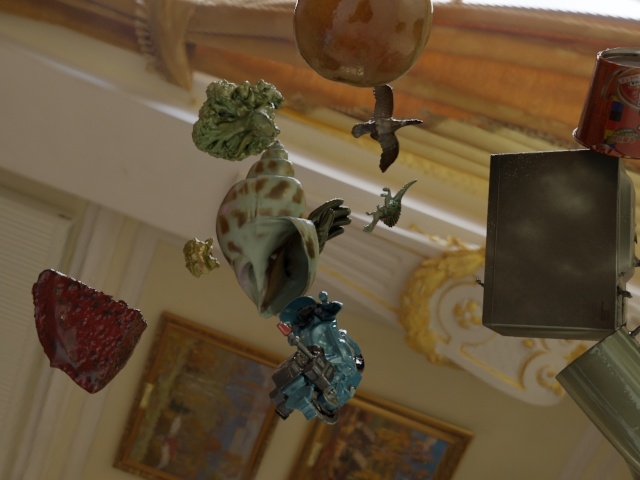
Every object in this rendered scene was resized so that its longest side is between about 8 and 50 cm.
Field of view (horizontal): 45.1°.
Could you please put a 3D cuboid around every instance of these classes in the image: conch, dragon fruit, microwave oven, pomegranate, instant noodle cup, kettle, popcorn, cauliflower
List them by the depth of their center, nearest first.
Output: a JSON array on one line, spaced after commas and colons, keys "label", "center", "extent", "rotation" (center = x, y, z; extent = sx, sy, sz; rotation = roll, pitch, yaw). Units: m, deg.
[{"label": "kettle", "center": [0.599, 0.287, 1.416], "extent": [0.240, 0.255, 0.165], "rotation": [-43, 155, 16]}, {"label": "pomegranate", "center": [0.082, -0.469, 1.653], "extent": [0.319, 0.319, 0.319], "rotation": [-159, -90, -87]}, {"label": "conch", "center": [-0.106, -0.027, 1.691], "extent": [0.197, 0.249, 0.367], "rotation": [-23, 114, -56]}, {"label": "instant noodle cup", "center": [0.696, -0.309, 1.702], "extent": [0.250, 0.250, 0.192], "rotation": [-74, 165, -62]}, {"label": "microwave oven", "center": [0.592, 0.017, 1.896], "extent": [0.236, 0.375, 0.431], "rotation": [26, 67, -60]}, {"label": "dragon fruit", "center": [-0.599, 0.189, 2.030], "extent": [0.240, 0.330, 0.302], "rotation": [-43, -178, 15]}, {"label": "popcorn", "center": [-0.320, 0.044, 2.053], "extent": [0.109, 0.089, 0.097], "rotation": [-83, 159, -44]}, {"label": "cauliflower", "center": [-0.241, -0.386, 2.364], "extent": [0.327, 0.260, 0.281], "rotation": [-43, -176, -26]}]

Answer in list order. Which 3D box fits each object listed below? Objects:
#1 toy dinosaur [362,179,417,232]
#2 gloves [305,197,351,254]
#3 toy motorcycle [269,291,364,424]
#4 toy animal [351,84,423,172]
[{"label": "toy dinosaur", "center": [0.183, -0.084, 1.997], "extent": [0.187, 0.044, 0.106], "rotation": [-23, 117, -37]}, {"label": "gloves", "center": [-0.014, -0.004, 2.112], "extent": [0.268, 0.107, 0.135], "rotation": [-54, -179, -14]}, {"label": "toy motorcycle", "center": [-0.008, 0.188, 1.265], "extent": [0.124, 0.182, 0.272], "rotation": [-40, -177, 22]}, {"label": "toy animal", "center": [0.204, -0.332, 2.316], "extent": [0.160, 0.197, 0.272], "rotation": [-19, 108, -43]}]
